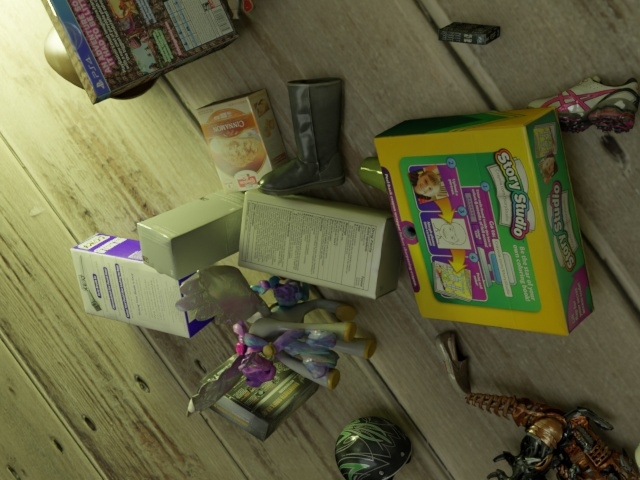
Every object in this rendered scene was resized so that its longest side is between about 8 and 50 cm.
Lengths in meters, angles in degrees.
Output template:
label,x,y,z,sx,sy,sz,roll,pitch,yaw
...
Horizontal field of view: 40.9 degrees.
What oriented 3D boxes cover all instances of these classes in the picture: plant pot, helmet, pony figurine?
label,x,y,z,sx,sy,sz,roll,pitch,yaw
plant pot,-0.476,-0.402,1.789,0.230,0.215,0.215,10,119,46
helmet,0.114,0.457,1.837,0.169,0.169,0.162,16,138,26
pony figurine,-0.109,0.191,1.746,0.363,0.351,0.303,12,108,23
plant pot,0.116,-0.125,1.602,0.079,0.083,0.083,16,122,40

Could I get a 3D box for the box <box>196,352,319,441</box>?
label,x,y,z,sx,sy,sz,roll,pitch,yaw
box,-0.131,0.320,1.886,0.183,0.231,0.056,28,122,19

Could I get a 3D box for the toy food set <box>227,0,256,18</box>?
label,x,y,z,sx,sy,sz,roll,pitch,yaw
toy food set,-0.146,-0.459,1.530,0.078,0.019,0.122,-2,112,35

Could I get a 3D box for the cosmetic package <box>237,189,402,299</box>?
label,x,y,z,sx,sy,sz,roll,pitch,yaw
cosmetic package,0.000,0.000,1.683,0.309,0.113,0.160,13,103,25

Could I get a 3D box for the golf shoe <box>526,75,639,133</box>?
label,x,y,z,sx,sy,sz,roll,pitch,yaw
golf shoe,0.418,-0.218,1.367,0.186,0.067,0.086,8,77,42

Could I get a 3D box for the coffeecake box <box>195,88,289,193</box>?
label,x,y,z,sx,sy,sz,roll,pitch,yaw
coffeecake box,-0.154,-0.199,1.745,0.142,0.068,0.186,-7,109,35

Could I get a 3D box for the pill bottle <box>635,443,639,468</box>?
label,x,y,z,sx,sy,sz,roll,pitch,yaw
pill bottle,0.629,0.309,1.437,0.131,0.131,0.229,32,127,16

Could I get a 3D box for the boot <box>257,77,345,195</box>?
label,x,y,z,sx,sy,sz,roll,pitch,yaw
boot,-0.041,-0.198,1.631,0.189,0.076,0.209,-12,121,-8

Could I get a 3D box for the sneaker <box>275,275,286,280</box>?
label,x,y,z,sx,sy,sz,roll,pitch,yaw
sneaker,-0.075,0.030,1.824,0.067,0.042,0.118,-2,110,38

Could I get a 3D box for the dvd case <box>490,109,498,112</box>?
label,x,y,z,sx,sy,sz,roll,pitch,yaw
dvd case,0.324,-0.158,1.482,0.087,0.013,0.119,20,124,24

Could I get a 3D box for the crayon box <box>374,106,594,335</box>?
label,x,y,z,sx,sy,sz,roll,pitch,yaw
crayon box,0.279,-0.033,1.479,0.313,0.106,0.363,2,115,45

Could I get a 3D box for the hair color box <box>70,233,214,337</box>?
label,x,y,z,sx,sy,sz,roll,pitch,yaw
hair color box,-0.427,0.103,2.055,0.338,0.110,0.185,9,118,28

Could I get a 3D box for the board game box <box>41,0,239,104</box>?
label,x,y,z,sx,sy,sz,roll,pitch,yaw
board game box,-0.340,-0.420,1.598,0.232,0.291,0.141,66,165,-10

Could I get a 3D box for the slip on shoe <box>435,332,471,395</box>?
label,x,y,z,sx,sy,sz,roll,pitch,yaw
slip on shoe,0.273,0.244,1.699,0.041,0.051,0.135,-22,94,27

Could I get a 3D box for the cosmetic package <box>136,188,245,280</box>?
label,x,y,z,sx,sy,sz,roll,pitch,yaw
cosmetic package,-0.245,-0.017,1.775,0.127,0.238,0.107,19,122,40

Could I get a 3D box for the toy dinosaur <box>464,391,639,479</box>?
label,x,y,z,sx,sy,sz,roll,pitch,yaw
toy dinosaur,0.431,0.387,1.630,0.322,0.164,0.218,40,116,34

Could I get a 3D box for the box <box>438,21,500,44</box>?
label,x,y,z,sx,sy,sz,roll,pitch,yaw
box,0.244,-0.340,1.409,0.083,0.067,0.018,13,120,27
